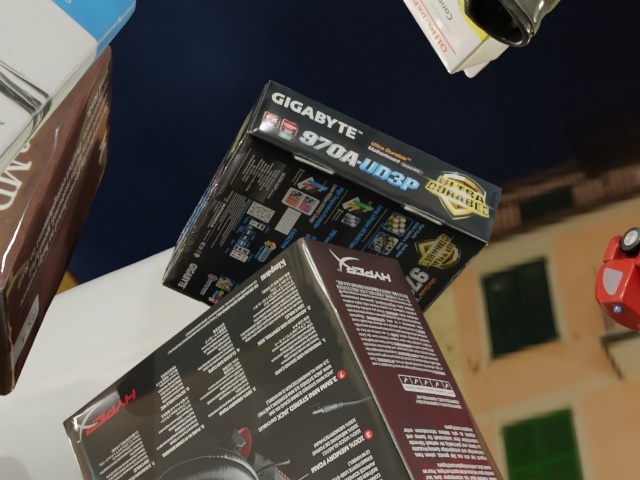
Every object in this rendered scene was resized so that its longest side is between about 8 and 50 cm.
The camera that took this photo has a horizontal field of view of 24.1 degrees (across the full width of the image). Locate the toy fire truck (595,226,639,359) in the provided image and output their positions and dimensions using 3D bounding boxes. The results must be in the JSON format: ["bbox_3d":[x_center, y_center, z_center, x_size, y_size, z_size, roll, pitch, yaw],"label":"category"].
[{"bbox_3d":[0.247,0.052,0.972,0.047,0.135,0.192,38,-25,-27],"label":"toy fire truck"}]

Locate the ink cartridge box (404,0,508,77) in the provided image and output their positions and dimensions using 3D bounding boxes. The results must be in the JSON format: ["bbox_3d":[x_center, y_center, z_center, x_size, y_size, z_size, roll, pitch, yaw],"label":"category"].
[{"bbox_3d":[0.145,-0.240,1.422,0.067,0.115,0.198,-22,-14,-35],"label":"ink cartridge box"}]

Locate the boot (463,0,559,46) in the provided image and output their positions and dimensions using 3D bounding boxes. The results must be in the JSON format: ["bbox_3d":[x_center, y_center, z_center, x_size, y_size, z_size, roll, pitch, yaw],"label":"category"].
[{"bbox_3d":[0.112,-0.259,0.948,0.246,0.161,0.083,57,-21,-12],"label":"boot"}]

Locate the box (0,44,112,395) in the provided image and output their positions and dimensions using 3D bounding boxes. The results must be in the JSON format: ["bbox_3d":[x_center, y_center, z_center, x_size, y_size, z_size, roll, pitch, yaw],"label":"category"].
[{"bbox_3d":[-0.336,-0.064,0.908,0.381,0.191,0.143,17,-34,-1],"label":"box"}]

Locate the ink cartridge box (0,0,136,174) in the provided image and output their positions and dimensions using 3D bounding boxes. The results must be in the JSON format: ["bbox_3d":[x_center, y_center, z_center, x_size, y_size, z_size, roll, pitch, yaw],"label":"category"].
[{"bbox_3d":[-0.155,-0.016,0.446,0.086,0.203,0.148,42,-63,-10],"label":"ink cartridge box"}]

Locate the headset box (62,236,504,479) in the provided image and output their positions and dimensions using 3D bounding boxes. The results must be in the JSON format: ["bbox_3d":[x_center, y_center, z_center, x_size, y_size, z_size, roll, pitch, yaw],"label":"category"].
[{"bbox_3d":[-0.002,0.182,0.876,0.218,0.293,0.110,-38,-28,25],"label":"headset box"}]

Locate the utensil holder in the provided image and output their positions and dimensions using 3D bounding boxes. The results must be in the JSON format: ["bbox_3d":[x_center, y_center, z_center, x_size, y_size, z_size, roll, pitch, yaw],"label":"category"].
[{"bbox_3d":[-0.138,0.167,1.544,0.385,0.328,0.327,-20,-46,11],"label":"utensil holder"}]

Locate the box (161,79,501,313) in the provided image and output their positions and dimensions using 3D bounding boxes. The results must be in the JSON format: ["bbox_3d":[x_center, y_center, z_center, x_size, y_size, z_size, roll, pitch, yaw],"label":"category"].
[{"bbox_3d":[0.000,0.000,1.056,0.175,0.051,0.220,24,-35,-7],"label":"box"}]
